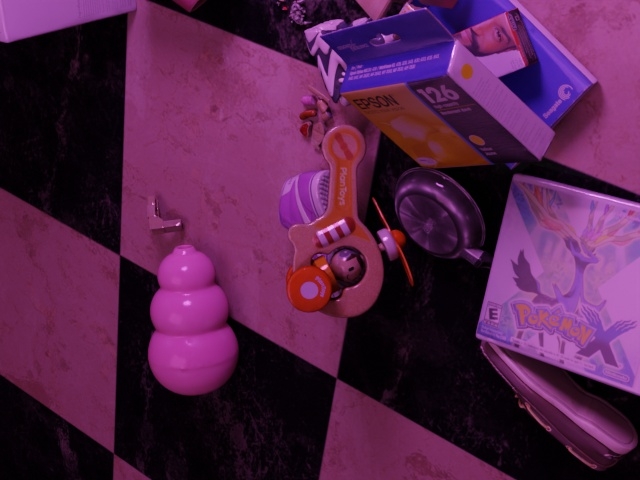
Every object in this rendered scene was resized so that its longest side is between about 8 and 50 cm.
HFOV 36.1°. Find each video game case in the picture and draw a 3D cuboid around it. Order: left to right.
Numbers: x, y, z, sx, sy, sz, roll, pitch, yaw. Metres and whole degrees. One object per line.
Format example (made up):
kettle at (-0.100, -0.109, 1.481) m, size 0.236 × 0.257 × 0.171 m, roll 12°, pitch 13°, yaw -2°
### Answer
video game case at (0.439, 0.071, 1.626) m, size 0.329 × 0.036 × 0.300 m, roll 18°, pitch 103°, yaw 32°

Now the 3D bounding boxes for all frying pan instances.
frying pan at (0.245, 0.010, 1.793) m, size 0.326 × 0.053 × 0.197 m, roll 55°, pitch 148°, yaw -9°

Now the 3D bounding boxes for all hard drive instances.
hard drive at (0.275, -0.301, 1.633) m, size 0.319 × 0.040 × 0.210 m, roll 48°, pitch 132°, yaw 10°

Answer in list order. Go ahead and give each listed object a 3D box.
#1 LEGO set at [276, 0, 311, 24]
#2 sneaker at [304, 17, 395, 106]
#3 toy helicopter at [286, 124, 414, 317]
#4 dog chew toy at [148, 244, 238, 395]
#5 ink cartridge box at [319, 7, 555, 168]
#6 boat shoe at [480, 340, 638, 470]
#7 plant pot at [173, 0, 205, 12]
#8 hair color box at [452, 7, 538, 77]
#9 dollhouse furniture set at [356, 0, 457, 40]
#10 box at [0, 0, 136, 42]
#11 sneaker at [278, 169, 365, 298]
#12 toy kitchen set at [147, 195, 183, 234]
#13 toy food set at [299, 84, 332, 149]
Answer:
LEGO set at (-0.053, -0.431, 1.844) m, size 0.083 × 0.023 × 0.054 m, roll 29°, pitch 126°, yaw 25°
sneaker at (0.067, -0.308, 1.743) m, size 0.235 × 0.094 × 0.153 m, roll 12°, pitch 127°, yaw 51°
toy helicopter at (0.056, -0.034, 1.810) m, size 0.234 × 0.140 × 0.355 m, roll 1°, pitch 95°, yaw -2°
dog chew toy at (-0.294, 0.175, 2.219) m, size 0.206 × 0.206 × 0.332 m, roll 6°, pitch 106°, yaw 37°
ink cartridge box at (0.168, -0.228, 1.573) m, size 0.307 × 0.072 × 0.303 m, roll 35°, pitch 165°, yaw -27°
boat shoe at (0.408, 0.281, 1.760) m, size 0.324 × 0.116 × 0.097 m, roll 39°, pitch 128°, yaw 11°
plant pot at (-0.265, -0.542, 1.861) m, size 0.180 × 0.201 × 0.201 m, roll 46°, pitch 134°, yaw -9°
hair color box at (0.255, -0.299, 1.585) m, size 0.167 × 0.053 × 0.093 m, roll -18°, pitch 98°, yaw 41°
dollhouse furniture set at (0.116, -0.467, 1.561) m, size 0.212 × 0.161 × 0.242 m, roll 55°, pitch 129°, yaw 28°
box at (-0.576, -0.530, 1.996) m, size 0.215 × 0.345 × 0.168 m, roll 17°, pitch 121°, yaw 31°
sneaker at (0.001, -0.001, 1.970) m, size 0.161 × 0.102 × 0.282 m, roll -4°, pitch 101°, yaw 47°
toy kitchen set at (-0.356, -0.055, 2.268) m, size 0.068 × 0.075 × 0.083 m, roll 84°, pitch 179°, yaw -69°
toy food set at (-0.012, -0.243, 1.907) m, size 0.078 × 0.019 × 0.122 m, roll 38°, pitch 137°, yaw 19°
